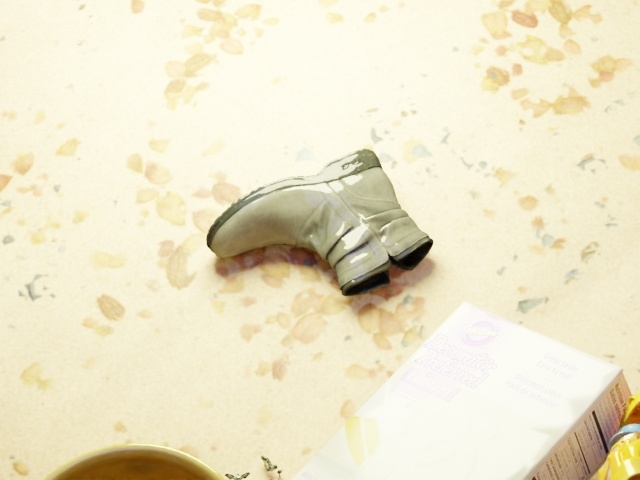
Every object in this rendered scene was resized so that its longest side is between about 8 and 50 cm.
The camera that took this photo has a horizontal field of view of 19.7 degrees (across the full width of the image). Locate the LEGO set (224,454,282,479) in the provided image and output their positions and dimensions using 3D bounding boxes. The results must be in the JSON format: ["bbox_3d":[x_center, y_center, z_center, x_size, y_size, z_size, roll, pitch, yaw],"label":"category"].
[{"bbox_3d":[-0.078,0.279,2.062,0.083,0.023,0.054,-23,60,-27],"label":"LEGO set"}]

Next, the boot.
[{"bbox_3d":[0.000,0.000,2.203,0.246,0.083,0.161,-24,65,-10],"label":"boot"}]

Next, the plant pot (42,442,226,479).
[{"bbox_3d":[-0.181,0.371,1.875,0.254,0.239,0.254,-2,57,3],"label":"plant pot"}]

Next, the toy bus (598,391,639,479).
[{"bbox_3d":[0.376,0.219,1.911,0.220,0.149,0.211,-1,42,-15],"label":"toy bus"}]

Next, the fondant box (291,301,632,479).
[{"bbox_3d":[0.147,0.237,1.982,0.330,0.096,0.238,-43,42,-23],"label":"fondant box"}]
